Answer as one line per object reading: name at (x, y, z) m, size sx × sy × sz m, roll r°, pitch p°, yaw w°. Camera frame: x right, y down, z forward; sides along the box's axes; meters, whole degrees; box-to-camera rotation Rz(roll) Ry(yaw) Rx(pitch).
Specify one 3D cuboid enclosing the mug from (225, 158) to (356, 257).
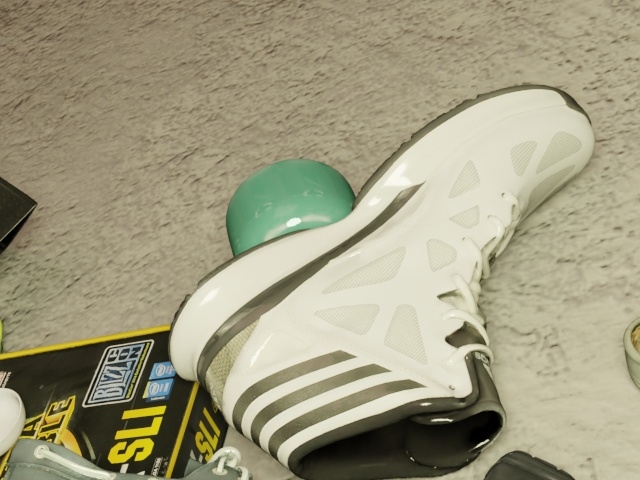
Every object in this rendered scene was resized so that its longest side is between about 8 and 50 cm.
mug at (-0.007, -0.004, 1.384) m, size 0.157 × 0.129 × 0.097 m, roll -25°, pitch 37°, yaw 4°

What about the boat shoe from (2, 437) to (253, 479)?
boat shoe at (-0.090, 0.200, 1.111) m, size 0.319 × 0.116 × 0.099 m, roll 1°, pitch 65°, yaw -3°

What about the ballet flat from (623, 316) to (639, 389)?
ballet flat at (0.333, 0.085, 1.105) m, size 0.213 × 0.068 × 0.072 m, roll -3°, pitch 43°, yaw 30°

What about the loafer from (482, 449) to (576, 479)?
loafer at (0.193, 0.219, 1.031) m, size 0.078 × 0.076 × 0.223 m, roll -49°, pitch 36°, yaw -18°

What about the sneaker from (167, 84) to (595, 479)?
sneaker at (0.117, 0.057, 1.251) m, size 0.447 × 0.169 × 0.257 m, roll -34°, pitch 54°, yaw -17°

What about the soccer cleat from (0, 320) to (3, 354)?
soccer cleat at (-0.440, 0.159, 1.469) m, size 0.093 × 0.121 × 0.289 m, roll 17°, pitch 54°, yaw 45°

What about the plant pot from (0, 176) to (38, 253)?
plant pot at (-0.446, -0.011, 1.580) m, size 0.188 × 0.167 × 0.187 m, roll -48°, pitch 6°, yaw -27°

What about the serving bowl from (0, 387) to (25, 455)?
serving bowl at (-0.301, 0.173, 1.313) m, size 0.083 × 0.027 × 0.083 m, roll -18°, pitch 36°, yaw 14°

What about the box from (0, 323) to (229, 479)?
box at (-0.225, 0.223, 1.291) m, size 0.257 × 0.079 × 0.322 m, roll -9°, pitch 40°, yaw 21°
